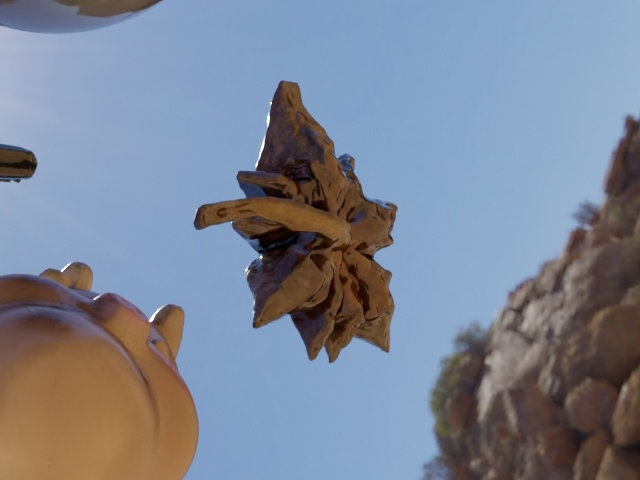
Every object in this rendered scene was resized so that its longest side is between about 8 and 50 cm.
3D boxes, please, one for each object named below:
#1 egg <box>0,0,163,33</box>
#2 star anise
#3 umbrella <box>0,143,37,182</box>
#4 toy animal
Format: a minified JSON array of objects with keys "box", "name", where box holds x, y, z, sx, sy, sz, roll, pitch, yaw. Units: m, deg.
[{"box":[-0.125,-0.212,0.694,0.176,0.232,0.176,34,-137,-41],"name":"egg"},{"box":[-0.001,-0.001,1.317,0.349,0.109,0.292,49,-148,-38],"name":"star anise"},{"box":[-0.405,-0.085,1.172,0.340,0.118,0.118,7,-79,-50],"name":"umbrella"},{"box":[-0.146,0.093,0.668,0.250,0.166,0.154,100,-170,-89],"name":"toy animal"}]
